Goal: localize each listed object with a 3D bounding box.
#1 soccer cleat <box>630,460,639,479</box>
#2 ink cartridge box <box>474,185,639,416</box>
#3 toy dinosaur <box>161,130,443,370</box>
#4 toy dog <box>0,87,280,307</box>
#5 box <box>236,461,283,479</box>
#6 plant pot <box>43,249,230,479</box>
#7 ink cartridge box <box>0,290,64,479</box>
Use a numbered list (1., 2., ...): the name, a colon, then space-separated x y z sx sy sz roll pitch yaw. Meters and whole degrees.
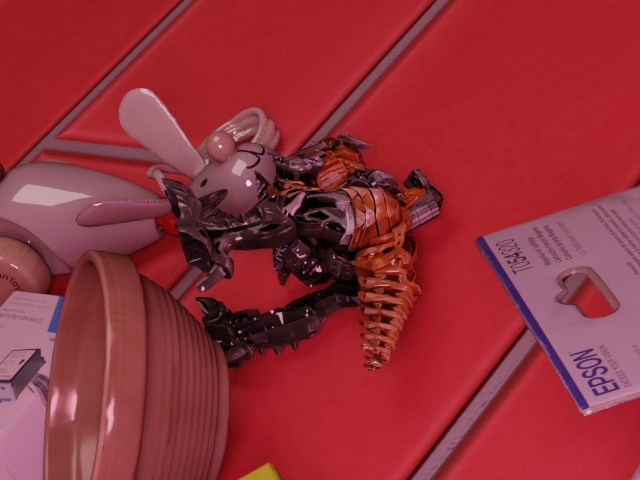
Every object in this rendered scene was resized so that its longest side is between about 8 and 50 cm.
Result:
1. soccer cleat: 0.290 0.181 1.020 0.143 0.116 0.331 -49 29 -13
2. ink cartridge box: 0.286 0.022 1.155 0.330 0.071 0.324 -19 18 0
3. toy dinosaur: 0.000 0.000 1.492 0.218 0.164 0.322 -16 9 -5
4. toy dog: -0.203 -0.057 1.715 0.333 0.161 0.220 -26 31 11
5. box: -0.003 0.233 1.186 0.042 0.109 0.178 -28 31 -2
6. plant pot: -0.135 0.129 1.400 0.109 0.237 0.237 6 26 -18
7. ink cartridge box: -0.252 0.139 1.563 0.139 0.082 0.191 4 44 43
